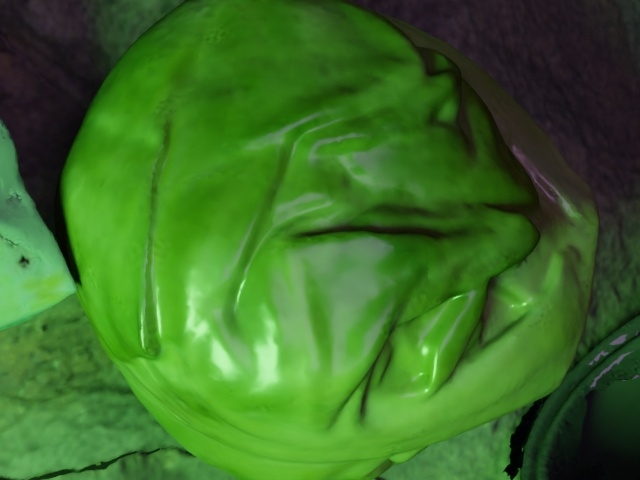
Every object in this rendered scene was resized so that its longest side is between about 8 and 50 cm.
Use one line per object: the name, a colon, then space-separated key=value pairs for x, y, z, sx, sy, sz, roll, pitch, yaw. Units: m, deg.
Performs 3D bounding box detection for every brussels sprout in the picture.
brussels sprout: x=0.000 y=0.000 z=0.795 sx=0.328 sy=0.247 sz=0.328 roll=0 pitch=89 yaw=-22

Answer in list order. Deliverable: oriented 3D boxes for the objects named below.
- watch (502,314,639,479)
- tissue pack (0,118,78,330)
watch: x=0.308 y=0.143 z=0.932 sx=0.327 sy=0.335 sz=0.314 roll=-36 pitch=110 yaw=-3
tissue pack: x=-0.357 y=-0.027 z=0.662 sx=0.388 sy=0.162 sz=0.287 roll=-24 pitch=103 yaw=-25
